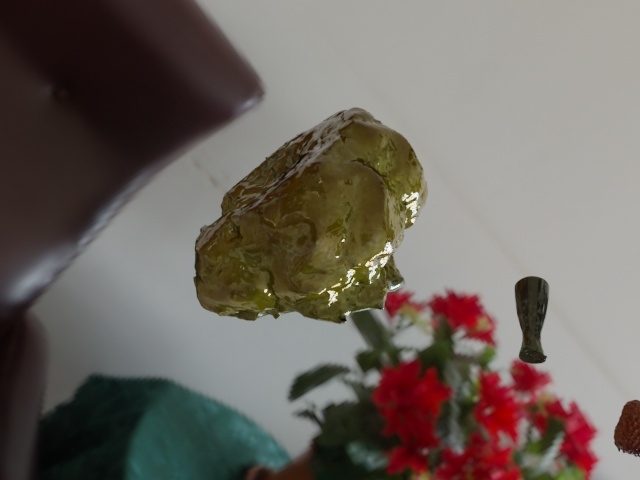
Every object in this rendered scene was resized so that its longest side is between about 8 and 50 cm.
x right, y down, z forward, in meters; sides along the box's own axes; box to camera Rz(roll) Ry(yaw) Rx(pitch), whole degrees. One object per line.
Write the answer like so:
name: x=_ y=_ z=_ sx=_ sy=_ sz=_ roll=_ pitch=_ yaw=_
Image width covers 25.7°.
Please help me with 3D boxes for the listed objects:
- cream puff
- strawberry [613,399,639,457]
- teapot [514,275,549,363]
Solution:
cream puff: x=-0.001 y=0.001 z=1.421 sx=0.185 sy=0.281 sz=0.282 roll=49 pitch=19 yaw=-14
strawberry: x=0.464 y=0.275 z=2.052 sx=0.073 sy=0.073 sz=0.083 roll=-20 pitch=115 yaw=-72
teapot: x=0.252 y=0.097 z=1.674 sx=0.043 sy=0.042 sz=0.111 roll=44 pitch=38 yaw=-36
